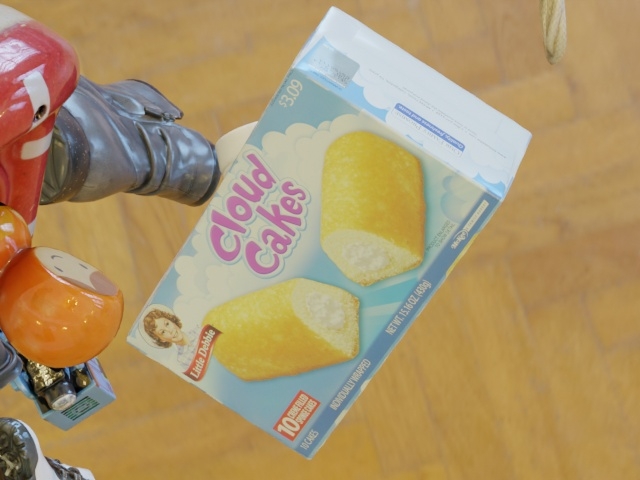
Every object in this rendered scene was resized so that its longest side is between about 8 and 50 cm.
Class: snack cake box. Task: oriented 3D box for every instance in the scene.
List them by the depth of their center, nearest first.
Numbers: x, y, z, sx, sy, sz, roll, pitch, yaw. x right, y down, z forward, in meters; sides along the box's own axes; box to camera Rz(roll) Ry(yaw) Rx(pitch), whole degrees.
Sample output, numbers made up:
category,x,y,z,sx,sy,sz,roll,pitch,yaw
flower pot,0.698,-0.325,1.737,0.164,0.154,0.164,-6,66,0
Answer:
category,x,y,z,sx,sy,sz,roll,pitch,yaw
snack cake box,0.000,0.000,1.245,0.152,0.264,0.089,32,38,-2

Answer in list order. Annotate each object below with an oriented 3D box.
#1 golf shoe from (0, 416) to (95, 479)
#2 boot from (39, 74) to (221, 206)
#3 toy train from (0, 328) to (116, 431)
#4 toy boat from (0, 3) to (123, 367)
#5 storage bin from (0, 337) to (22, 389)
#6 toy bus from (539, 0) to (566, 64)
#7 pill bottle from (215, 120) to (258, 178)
category,x,y,z,sx,sy,sz,roll,pitch,yaw
golf shoe,-0.218,0.189,1.487,0.077,0.198,0.094,30,53,24
boot,-0.259,-0.141,1.794,0.338,0.223,0.118,50,118,26
toy train,-0.270,0.093,1.860,0.080,0.105,0.184,-32,62,3
toy boat,-0.159,0.005,0.919,0.151,0.231,0.151,31,43,14
storage bin,-0.318,0.065,1.615,0.098,0.091,0.135,-36,48,-25
toy bus,0.027,-0.187,0.689,0.104,0.191,0.202,-3,39,3
pill bottle,-0.026,-0.004,1.634,0.112,0.112,0.187,-14,77,-2
